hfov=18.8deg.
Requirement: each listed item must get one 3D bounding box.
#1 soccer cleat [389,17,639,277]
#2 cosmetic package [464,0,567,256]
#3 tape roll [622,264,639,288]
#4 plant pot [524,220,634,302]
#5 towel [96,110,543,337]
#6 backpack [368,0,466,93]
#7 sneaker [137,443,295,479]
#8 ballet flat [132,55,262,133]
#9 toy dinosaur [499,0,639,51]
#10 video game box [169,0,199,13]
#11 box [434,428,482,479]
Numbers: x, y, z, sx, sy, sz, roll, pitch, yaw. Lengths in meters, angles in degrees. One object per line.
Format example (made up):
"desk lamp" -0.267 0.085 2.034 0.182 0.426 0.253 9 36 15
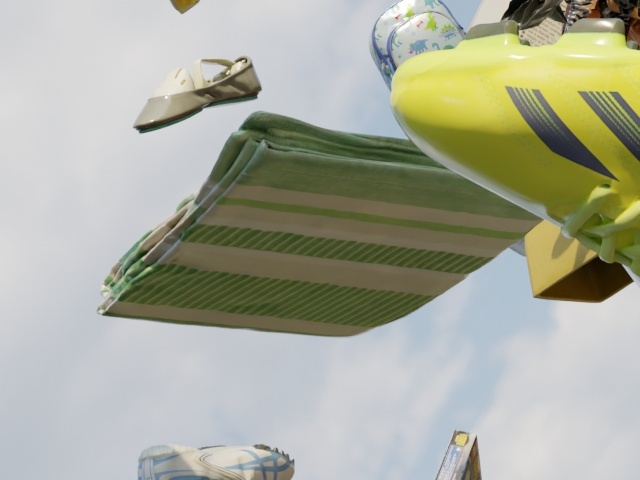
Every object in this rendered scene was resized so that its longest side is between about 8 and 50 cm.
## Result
"soccer cleat" 0.160 0.000 0.706 0.093 0.289 0.121 140 146 -85
"cosmetic package" 0.214 -0.157 1.796 0.309 0.160 0.113 -63 13 -17
"tape roll" 0.329 -0.099 1.110 0.392 0.072 0.392 -27 -27 -15
"plant pot" 0.212 -0.005 1.551 0.081 0.083 0.081 5 -31 -39
"towel" 0.000 0.000 1.372 0.325 0.248 0.038 138 134 -57
"backpack" 0.111 -0.209 2.103 0.105 0.114 0.084 -30 -9 -6
"sneaker" -0.112 0.260 2.069 0.237 0.085 0.086 6 -102 -54
"ballet flat" -0.156 -0.182 2.335 0.213 0.072 0.068 -22 -80 -47
"toy dinosaur" 0.246 -0.221 1.476 0.218 0.164 0.322 17 -63 -26
"video game box" -0.052 -0.261 1.114 0.187 0.048 0.205 -33 -51 -5
"box" 0.142 0.274 2.013 0.137 0.027 0.094 79 -151 -49
